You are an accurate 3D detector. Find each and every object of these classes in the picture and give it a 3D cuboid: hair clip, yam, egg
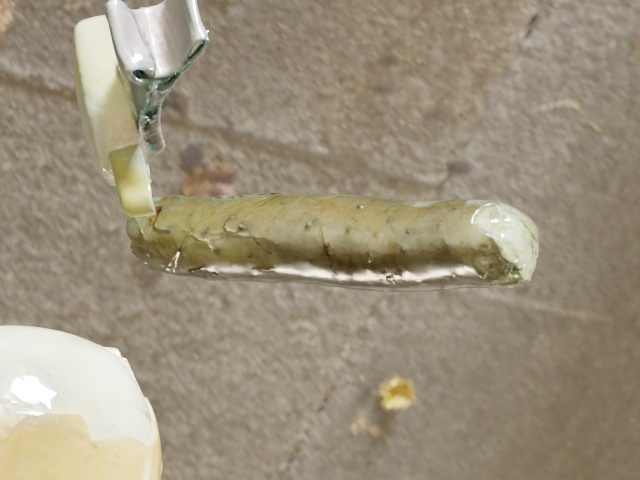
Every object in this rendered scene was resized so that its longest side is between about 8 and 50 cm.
[{"bbox_3d":[-0.121,-0.087,1.024,0.071,0.159,0.218,-7,165,-14],"label":"hair clip"},{"bbox_3d":[0.000,0.000,1.068,0.071,0.317,0.067,-39,122,-46],"label":"yam"},{"bbox_3d":[-0.204,0.163,0.973,0.201,0.201,0.244,35,57,-41],"label":"egg"}]
